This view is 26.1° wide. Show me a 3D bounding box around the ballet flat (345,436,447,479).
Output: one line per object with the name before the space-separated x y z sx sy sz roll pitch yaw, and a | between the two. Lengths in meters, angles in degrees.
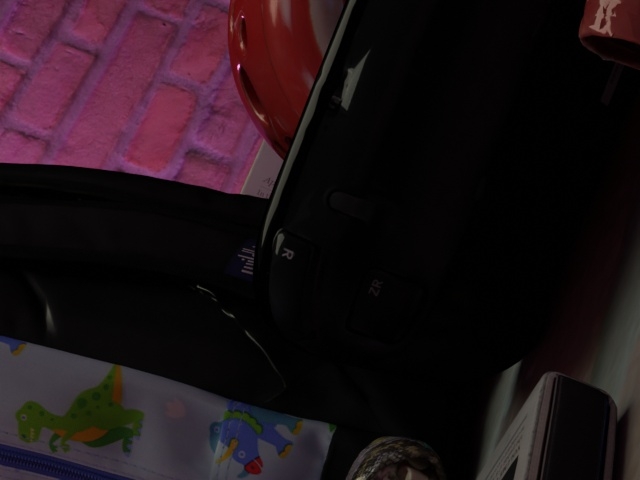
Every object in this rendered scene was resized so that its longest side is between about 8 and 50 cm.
ballet flat | 0.013 0.114 0.442 0.041 0.041 0.114 116 176 -70

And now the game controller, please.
game controller | 0.080 -0.097 0.528 0.166 0.067 0.319 18 -86 -58

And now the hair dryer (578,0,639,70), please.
hair dryer | 0.142 -0.172 0.369 0.223 0.080 0.293 -70 3 -52

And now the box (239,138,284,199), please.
box | 0.000 0.000 1.271 0.215 0.168 0.345 116 177 -72

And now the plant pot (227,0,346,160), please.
plant pot | 0.052 -0.111 0.675 0.174 0.191 0.191 -178 111 -84

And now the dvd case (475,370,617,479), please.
dvd case | 0.023 0.175 0.377 0.238 0.030 0.179 -67 1 -49

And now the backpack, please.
backpack | -0.118 0.073 0.733 0.290 0.356 0.273 -72 4 -65
